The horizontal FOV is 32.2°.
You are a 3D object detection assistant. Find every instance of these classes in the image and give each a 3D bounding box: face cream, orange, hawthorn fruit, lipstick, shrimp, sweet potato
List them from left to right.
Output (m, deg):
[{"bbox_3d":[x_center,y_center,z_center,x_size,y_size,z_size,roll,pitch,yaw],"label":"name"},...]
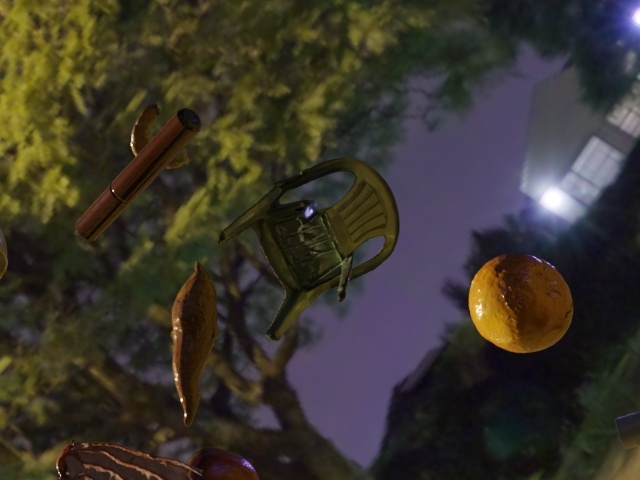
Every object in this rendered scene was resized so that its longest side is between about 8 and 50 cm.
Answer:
[{"bbox_3d":[-0.346,-0.120,2.093,0.357,0.057,0.057,-42,-5,31],"label":"lipstick"},{"bbox_3d":[-0.394,-0.261,2.777,0.049,0.161,0.166,-139,56,-61],"label":"shrimp"},{"bbox_3d":[-0.174,0.141,1.525,0.068,0.068,0.226,39,-126,-77],"label":"sweet potato"},{"bbox_3d":[-0.196,0.507,2.263,0.169,0.188,0.169,-164,90,-84],"label":"hawthorn fruit"},{"bbox_3d":[0.416,0.131,2.318,0.193,0.219,0.219,-42,-6,25],"label":"orange"},{"bbox_3d":[0.635,0.323,1.997,0.198,0.057,0.084,-18,-32,15],"label":"face cream"}]

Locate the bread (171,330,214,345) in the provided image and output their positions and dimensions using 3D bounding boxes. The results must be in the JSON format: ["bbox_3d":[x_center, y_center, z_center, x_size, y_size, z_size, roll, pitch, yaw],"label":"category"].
[{"bbox_3d":[-0.225,0.157,1.893,0.043,0.062,0.109,-61,-26,-31],"label":"bread"}]

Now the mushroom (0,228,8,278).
[{"bbox_3d":[-0.592,-0.018,1.892,0.088,0.212,0.097,-21,-18,-14],"label":"mushroom"}]

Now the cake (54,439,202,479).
[{"bbox_3d":[-0.252,0.328,1.478,0.135,0.287,0.098,30,-109,-39],"label":"cake"}]

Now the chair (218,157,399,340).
[{"bbox_3d":[0.000,0.000,1.763,0.190,0.203,0.274,-21,14,24],"label":"chair"}]
